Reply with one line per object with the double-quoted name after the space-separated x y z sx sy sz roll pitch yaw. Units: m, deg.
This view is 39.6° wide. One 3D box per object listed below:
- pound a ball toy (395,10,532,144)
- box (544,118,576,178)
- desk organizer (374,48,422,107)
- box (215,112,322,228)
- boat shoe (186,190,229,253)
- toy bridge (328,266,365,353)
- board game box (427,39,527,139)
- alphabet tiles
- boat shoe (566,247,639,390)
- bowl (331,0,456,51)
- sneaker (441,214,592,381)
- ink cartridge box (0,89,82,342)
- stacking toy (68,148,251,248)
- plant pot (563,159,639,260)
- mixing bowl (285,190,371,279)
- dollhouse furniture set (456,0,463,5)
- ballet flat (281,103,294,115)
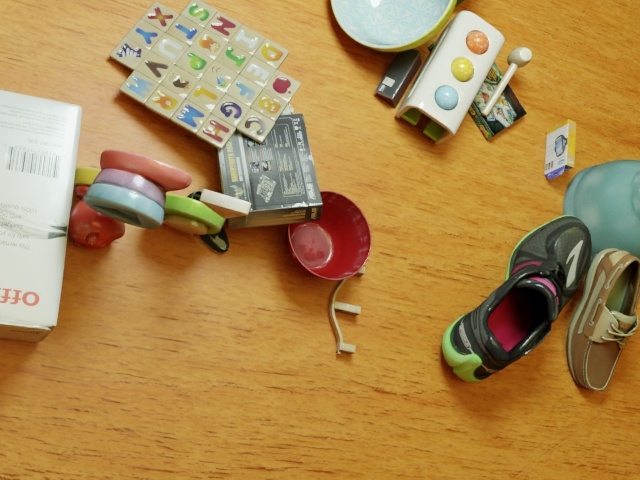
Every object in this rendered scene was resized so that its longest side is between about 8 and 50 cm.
0.340 -0.364 1.994 0.208 0.136 0.319 33 73 -9 "pound a ball toy"
0.572 -0.212 2.121 0.028 0.081 0.136 14 70 -22 "box"
0.177 -0.367 1.992 0.047 0.050 0.130 27 79 19 "desk organizer"
-0.105 -0.137 1.723 0.183 0.056 0.231 -7 58 -10 "box"
-0.216 -0.035 1.717 0.049 0.042 0.133 -31 92 -31 "boat shoe"
0.049 0.138 1.803 0.063 0.026 0.188 15 70 -19 "toy bridge"
0.373 -0.378 2.103 0.136 0.030 0.259 -33 91 -27 "board game box"
-0.224 -0.337 1.761 0.343 0.011 0.285 30 60 1 "alphabet tiles"
0.642 0.176 1.988 0.123 0.120 0.324 9 90 -20 "boat shoe"
0.182 -0.542 1.967 0.156 0.290 0.289 16 62 -66 "bowl"
0.464 0.123 1.905 0.185 0.202 0.483 48 62 -7 "sneaker"
-0.572 -0.045 1.477 0.286 0.166 0.394 9 71 -22 "ink cartridge box"
-0.294 -0.034 1.539 0.280 0.309 0.130 22 75 -21 "stacking toy"
0.753 -0.068 2.102 0.293 0.196 0.293 7 73 -23 "plant pot"
0.000 0.000 1.777 0.181 0.098 0.181 7 72 -25 "mixing bowl"
0.314 -0.733 2.104 0.198 0.151 0.301 30 65 -15 "dollhouse furniture set"
-0.099 -0.281 1.826 0.074 0.074 0.203 -26 88 -29 "ballet flat"
